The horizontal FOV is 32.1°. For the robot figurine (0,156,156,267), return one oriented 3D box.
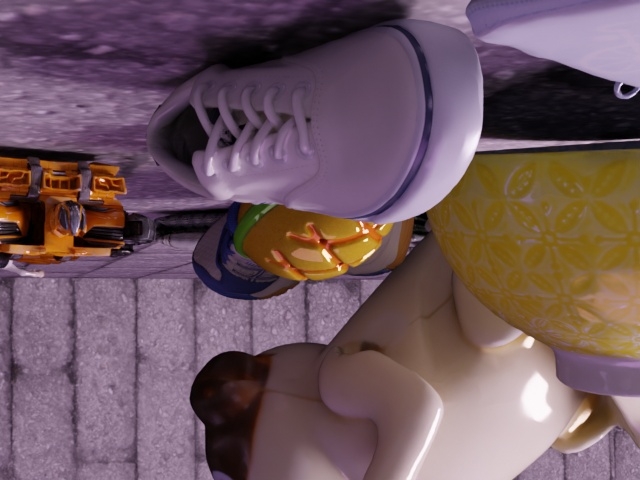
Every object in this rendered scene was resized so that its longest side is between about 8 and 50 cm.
[{"bbox_3d":[-0.270,-0.022,0.955,0.211,0.085,0.291,2,175,-36],"label":"robot figurine"}]

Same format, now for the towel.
[{"bbox_3d":[0.000,0.000,1.408,0.324,0.056,0.312,-2,175,25],"label":"towel"}]

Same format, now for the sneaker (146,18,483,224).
[{"bbox_3d":[-0.017,-0.051,0.553,0.091,0.094,0.258,-3,178,-26],"label":"sneaker"}]

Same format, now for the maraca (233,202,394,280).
[{"bbox_3d":[0.010,-0.033,0.814,0.127,0.099,0.185,-7,156,-43],"label":"maraca"}]

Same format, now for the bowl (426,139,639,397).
[{"bbox_3d":[0.209,0.013,0.720,0.289,0.156,0.289,-4,-174,0],"label":"bowl"}]

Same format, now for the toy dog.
[{"bbox_3d":[0.074,0.137,1.061,0.408,0.395,0.284,-30,141,10],"label":"toy dog"}]

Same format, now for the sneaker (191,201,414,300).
[{"bbox_3d":[-0.051,-0.016,1.068,0.131,0.112,0.296,17,158,-38],"label":"sneaker"}]

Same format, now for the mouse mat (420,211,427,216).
[{"bbox_3d":[0.210,-0.039,1.291,0.189,0.007,0.152,-2,175,4],"label":"mouse mat"}]

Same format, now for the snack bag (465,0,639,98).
[{"bbox_3d":[0.265,-0.093,0.419,0.342,0.037,0.323,3,174,-45],"label":"snack bag"}]

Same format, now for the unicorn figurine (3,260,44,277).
[{"bbox_3d":[-0.422,0.012,1.486,0.111,0.060,0.162,14,175,-26],"label":"unicorn figurine"}]
